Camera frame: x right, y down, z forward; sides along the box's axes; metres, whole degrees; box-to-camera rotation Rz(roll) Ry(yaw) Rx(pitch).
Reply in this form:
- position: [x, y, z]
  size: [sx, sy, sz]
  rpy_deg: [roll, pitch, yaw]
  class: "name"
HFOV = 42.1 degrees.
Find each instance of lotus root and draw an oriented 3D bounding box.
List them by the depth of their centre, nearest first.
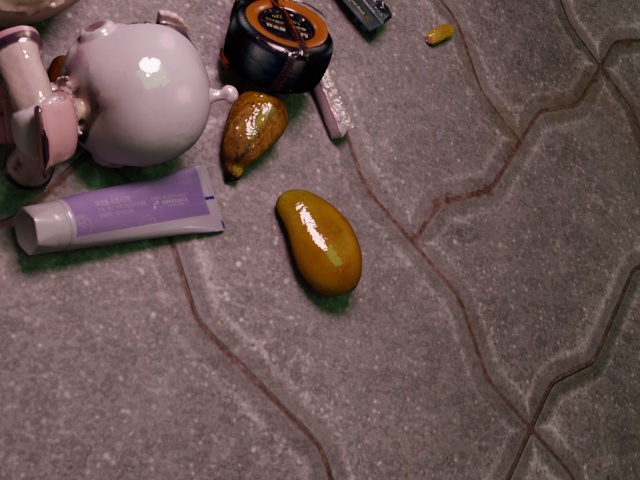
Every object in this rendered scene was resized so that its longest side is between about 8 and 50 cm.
- position: [-0.130, -0.196, 1.543]
  size: [0.108, 0.094, 0.190]
  rpy_deg: [23, 65, 3]
  class: "lotus root"

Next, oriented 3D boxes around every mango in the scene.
- position: [0.000, 0.000, 1.578]
  size: [0.136, 0.099, 0.227]
  rpy_deg: [-29, 86, -32]
  class: "mango"

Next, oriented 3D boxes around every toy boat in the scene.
- position: [0.070, -0.561, 1.801]
  size: [0.246, 0.103, 0.093]
  rpy_deg: [49, 29, -8]
  class: "toy boat"

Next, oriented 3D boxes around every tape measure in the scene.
- position: [-0.081, -0.369, 1.575]
  size: [0.202, 0.135, 0.222]
  rpy_deg: [12, 41, -16]
  class: "tape measure"

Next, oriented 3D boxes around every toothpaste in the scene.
- position: [-0.312, -0.046, 1.372]
  size: [0.371, 0.080, 0.125]
  rpy_deg: [-15, 85, -44]
  class: "toothpaste"

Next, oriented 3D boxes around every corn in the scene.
- position: [0.284, -0.491, 1.976]
  size: [0.092, 0.037, 0.037]
  rpy_deg: [-35, 98, -36]
  class: "corn"

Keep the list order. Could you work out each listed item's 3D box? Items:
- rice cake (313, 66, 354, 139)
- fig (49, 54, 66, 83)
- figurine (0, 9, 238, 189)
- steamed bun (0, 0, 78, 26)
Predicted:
- position: [-0.003, -0.335, 1.703]
  size: [0.049, 0.055, 0.269]
  rpy_deg: [-23, 90, -24]
  class: "rice cake"
- position: [-0.428, -0.265, 1.374]
  size: [0.050, 0.050, 0.083]
  rpy_deg: [26, 81, -28]
  class: "fig"
- position: [-0.331, -0.207, 1.317]
  size: [0.211, 0.253, 0.361]
  rpy_deg: [38, 42, 26]
  class: "figurine"
- position: [-0.504, -0.492, 1.256]
  size: [0.375, 0.241, 0.374]
  rpy_deg: [9, 72, -30]
  class: "steamed bun"
